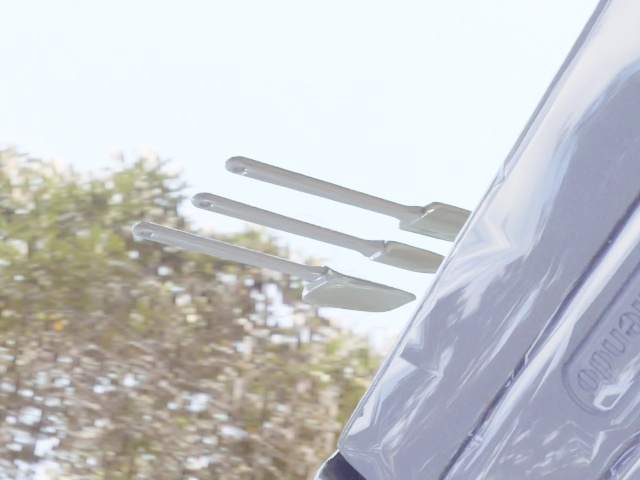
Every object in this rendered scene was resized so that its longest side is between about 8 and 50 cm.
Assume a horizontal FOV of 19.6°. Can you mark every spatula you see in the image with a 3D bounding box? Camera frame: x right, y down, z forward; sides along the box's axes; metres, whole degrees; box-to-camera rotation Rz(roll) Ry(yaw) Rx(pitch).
[{"bbox_3d":[0.000,0.000,1.303,0.242,0.168,0.019,14,-118,-34],"label":"spatula"}]

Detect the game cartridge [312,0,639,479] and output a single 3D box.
[{"bbox_3d":[0.137,0.049,0.459,0.230,0.355,0.068,41,-128,11],"label":"game cartridge"}]
